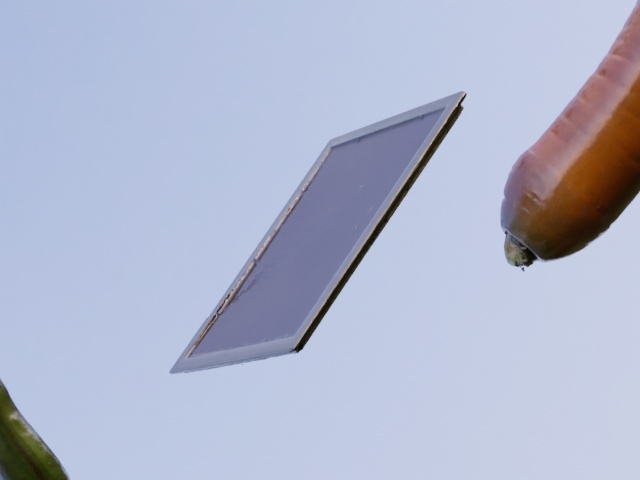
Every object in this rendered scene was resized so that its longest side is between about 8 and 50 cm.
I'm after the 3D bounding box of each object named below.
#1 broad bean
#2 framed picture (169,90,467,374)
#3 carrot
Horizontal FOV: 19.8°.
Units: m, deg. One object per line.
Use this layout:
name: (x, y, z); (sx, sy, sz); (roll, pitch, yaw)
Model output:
broad bean: (-0.181, 0.158, 1.166); (0.043, 0.060, 0.297); (-35, -75, -24)
framed picture: (0.000, 0.000, 1.623); (0.019, 0.232, 0.296); (43, -116, -18)
carrot: (0.170, -0.101, 0.917); (0.062, 0.066, 0.271); (27, -84, -36)
